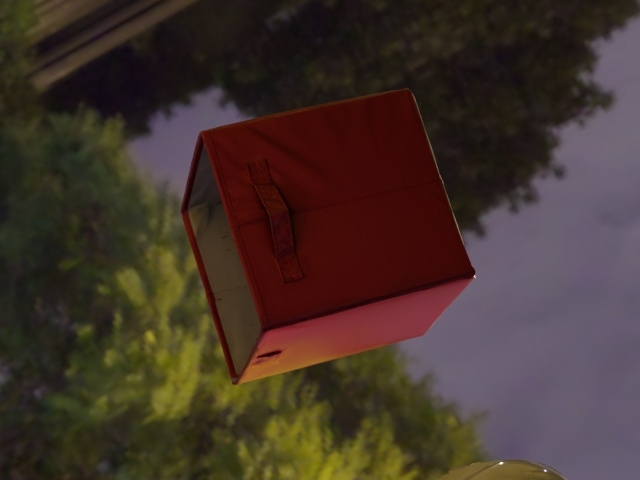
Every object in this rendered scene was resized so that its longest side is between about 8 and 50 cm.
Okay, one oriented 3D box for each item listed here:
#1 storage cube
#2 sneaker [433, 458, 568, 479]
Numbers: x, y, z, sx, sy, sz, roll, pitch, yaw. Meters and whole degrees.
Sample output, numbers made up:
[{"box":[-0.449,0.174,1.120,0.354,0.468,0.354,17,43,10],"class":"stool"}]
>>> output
[{"box":[0.000,0.000,1.285,0.193,0.183,0.215,-13,163,-16],"class":"storage cube"},{"box":[0.032,0.148,0.427,0.095,0.090,0.235,-25,-165,48],"class":"sneaker"}]
